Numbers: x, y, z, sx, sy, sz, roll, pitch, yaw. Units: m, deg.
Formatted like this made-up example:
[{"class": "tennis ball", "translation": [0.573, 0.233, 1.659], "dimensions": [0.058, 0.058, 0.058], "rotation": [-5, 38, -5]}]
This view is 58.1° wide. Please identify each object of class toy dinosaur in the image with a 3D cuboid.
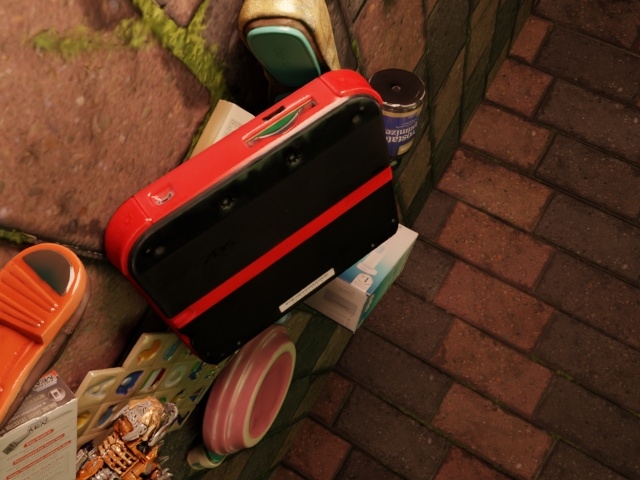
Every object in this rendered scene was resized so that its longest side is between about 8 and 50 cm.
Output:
[{"class": "toy dinosaur", "translation": [-0.308, 0.367, 0.838], "dimensions": [0.322, 0.164, 0.218], "rotation": [-39, 147, 13]}]

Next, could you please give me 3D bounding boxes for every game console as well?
[{"class": "game console", "translation": [-0.061, -0.016, 0.787], "dimensions": [0.387, 0.060, 0.342], "rotation": [-35, 146, -11]}]

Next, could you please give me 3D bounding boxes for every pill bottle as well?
[{"class": "pill bottle", "translation": [0.149, -0.253, 1.254], "dimensions": [0.122, 0.123, 0.219], "rotation": [-53, 163, -29]}]

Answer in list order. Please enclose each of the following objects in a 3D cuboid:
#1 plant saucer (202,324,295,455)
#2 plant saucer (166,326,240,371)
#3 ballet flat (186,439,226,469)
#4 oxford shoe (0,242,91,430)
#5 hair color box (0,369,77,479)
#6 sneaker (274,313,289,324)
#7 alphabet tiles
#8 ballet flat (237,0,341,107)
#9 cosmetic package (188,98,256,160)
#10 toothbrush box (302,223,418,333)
[{"class": "plant saucer", "translation": [-0.146, 0.337, 1.319], "dimensions": [0.332, 0.084, 0.331], "rotation": [19, 90, -74]}, {"class": "plant saucer", "translation": [-0.177, 0.147, 1.054], "dimensions": [0.310, 0.050, 0.310], "rotation": [-53, 163, -24]}, {"class": "ballet flat", "translation": [-0.244, 0.494, 1.419], "dimensions": [0.086, 0.086, 0.248], "rotation": [-65, 163, 12]}, {"class": "oxford shoe", "translation": [-0.303, 0.134, 0.532], "dimensions": [0.271, 0.097, 0.098], "rotation": [-55, 170, -22]}, {"class": "hair color box", "translation": [-0.334, 0.238, 0.659], "dimensions": [0.093, 0.053, 0.167], "rotation": [-25, 144, -45]}, {"class": "sneaker", "translation": [0.000, 0.000, 0.965], "dimensions": [0.329, 0.147, 0.130], "rotation": [-64, -158, 8]}, {"class": "alphabet tiles", "translation": [-0.272, 0.253, 0.886], "dimensions": [0.285, 0.011, 0.342], "rotation": [-56, 159, 7]}, {"class": "ballet flat", "translation": [-0.023, -0.240, 0.767], "dimensions": [0.123, 0.123, 0.348], "rotation": [-60, 166, -6]}, {"class": "cosmetic package", "translation": [-0.123, -0.113, 0.731], "dimensions": [0.060, 0.041, 0.115], "rotation": [27, 92, -43]}, {"class": "toothbrush box", "translation": [0.064, 0.042, 1.328], "dimensions": [0.295, 0.216, 0.126], "rotation": [-45, 158, -50]}]
